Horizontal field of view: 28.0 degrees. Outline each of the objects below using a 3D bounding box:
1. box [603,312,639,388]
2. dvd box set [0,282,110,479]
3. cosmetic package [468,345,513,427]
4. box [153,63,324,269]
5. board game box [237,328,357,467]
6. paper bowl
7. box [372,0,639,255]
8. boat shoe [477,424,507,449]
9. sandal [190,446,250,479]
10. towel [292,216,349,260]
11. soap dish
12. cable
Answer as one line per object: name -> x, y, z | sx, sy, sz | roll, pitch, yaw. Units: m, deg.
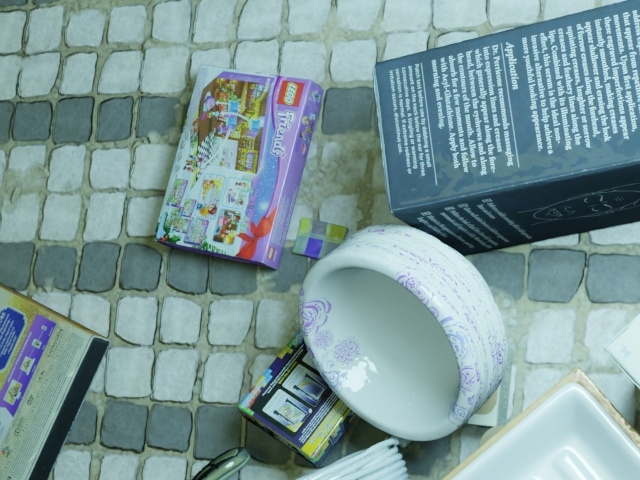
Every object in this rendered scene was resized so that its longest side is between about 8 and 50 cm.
box -> 0.436, 0.149, 1.574 | 0.113, 0.275, 0.094 | -43, 66, 8
dvd box set -> -0.576, 0.215, 2.107 | 0.420, 0.062, 0.308 | 23, 88, 25
cosmetic package -> 0.235, 0.200, 1.768 | 0.041, 0.060, 0.115 | 2, 78, 24
box -> -0.127, -0.117, 1.994 | 0.200, 0.057, 0.293 | 12, 83, 25
board game box -> -0.011, 0.217, 1.846 | 0.141, 0.048, 0.170 | 32, 71, 25
paper bowl -> 0.120, 0.111, 1.705 | 0.284, 0.148, 0.284 | 23, 131, 29
box -> 0.307, -0.138, 1.685 | 0.395, 0.293, 0.212 | -11, 74, 20
boat shoe -> 0.255, 0.390, 1.698 | 0.102, 0.092, 0.285 | -7, 73, 14
sandal -> -0.189, 0.429, 1.881 | 0.086, 0.120, 0.303 | 33, 94, -2
towel -> 0.000, 0.000, 1.940 | 0.083, 0.009, 0.060 | 16, 85, 25
soap dish -> 0.285, 0.338, 1.590 | 0.291, 0.118, 0.229 | -40, 68, 1
cable -> 0.000, 0.357, 1.726 | 0.257, 0.257, 0.089 | -29, 82, 26
